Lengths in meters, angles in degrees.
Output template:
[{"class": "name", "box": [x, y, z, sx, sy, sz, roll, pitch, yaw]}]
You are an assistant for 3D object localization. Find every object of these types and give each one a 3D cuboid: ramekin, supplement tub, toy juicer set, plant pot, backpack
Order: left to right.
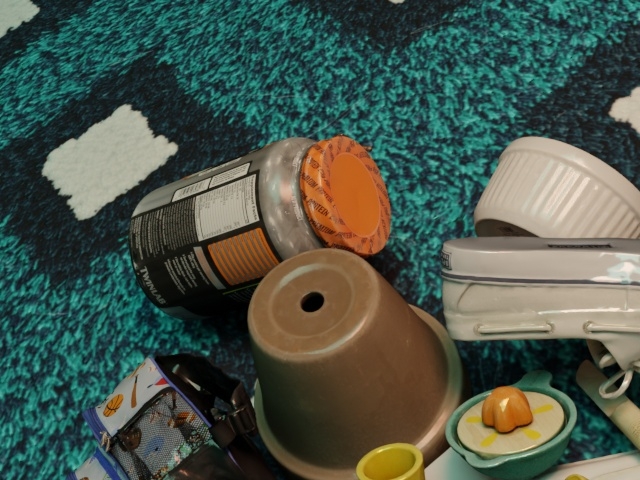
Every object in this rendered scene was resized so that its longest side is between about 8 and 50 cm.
[{"class": "backpack", "box": [-0.146, 0.262, 1.005, 0.213, 0.276, 0.263, -33, 34, -10]}, {"class": "supplement tub", "box": [-0.080, -0.016, 1.190, 0.316, 0.193, 0.193, -16, 44, 33]}, {"class": "plant pot", "box": [0.025, 0.135, 1.047, 0.263, 0.229, 0.263, -11, 49, 12]}, {"class": "toy juicer set", "box": [0.215, 0.198, 0.909, 0.329, 0.089, 0.209, -24, 20, -22]}, {"class": "ramekin", "box": [0.282, -0.017, 1.098, 0.207, 0.207, 0.109, 27, 74, 37]}]

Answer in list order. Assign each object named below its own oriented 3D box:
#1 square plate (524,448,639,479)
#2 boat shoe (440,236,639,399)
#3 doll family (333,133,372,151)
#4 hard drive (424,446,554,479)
[{"class": "square plate", "box": [0.384, 0.312, 0.828, 0.344, 0.049, 0.347, -14, 43, -1]}, {"class": "boat shoe", "box": [0.308, 0.083, 0.946, 0.367, 0.156, 0.136, 1, 10, 5]}, {"class": "doll family", "box": [-0.010, -0.090, 1.367, 0.193, 0.076, 0.111, -15, 43, 2]}, {"class": "hard drive", "box": [0.207, 0.341, 0.924, 0.203, 0.040, 0.307, -38, 47, -12]}]
